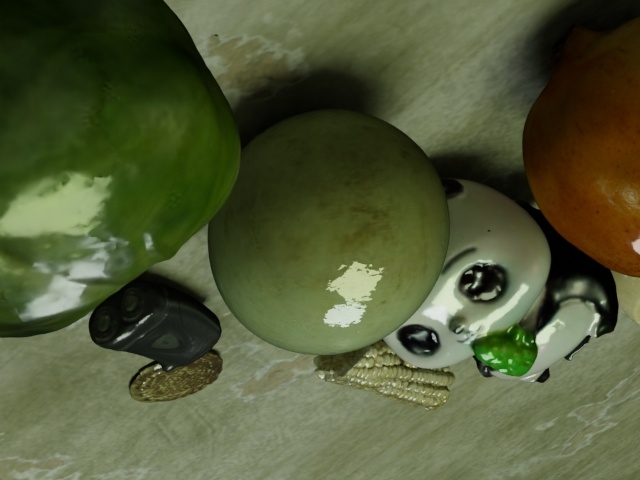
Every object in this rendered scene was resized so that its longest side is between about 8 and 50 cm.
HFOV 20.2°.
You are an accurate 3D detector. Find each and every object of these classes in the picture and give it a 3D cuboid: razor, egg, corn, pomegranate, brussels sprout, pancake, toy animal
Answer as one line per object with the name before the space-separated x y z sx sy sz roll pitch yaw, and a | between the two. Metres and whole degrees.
razor | -0.169 0.087 1.866 0.090 0.054 0.148 -32 152 18
egg | 0.000 0.000 1.668 0.218 0.218 0.295 -12 166 -20
corn | 0.079 0.147 2.142 0.087 0.087 0.211 -37 144 25
pomegranate | 0.316 -0.097 1.706 0.264 0.264 0.264 -18 152 -10
brussels sprout | -0.219 -0.077 1.295 0.289 0.281 0.355 -33 178 2
pancake | -0.164 0.156 2.042 0.115 0.011 0.115 -18 153 -10
toy animal | 0.172 0.048 1.880 0.267 0.212 0.212 8 140 -45

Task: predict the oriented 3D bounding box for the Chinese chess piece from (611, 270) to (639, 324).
Chinese chess piece | 0.458 0.003 2.136 0.257 0.104 0.257 -18 153 -9
